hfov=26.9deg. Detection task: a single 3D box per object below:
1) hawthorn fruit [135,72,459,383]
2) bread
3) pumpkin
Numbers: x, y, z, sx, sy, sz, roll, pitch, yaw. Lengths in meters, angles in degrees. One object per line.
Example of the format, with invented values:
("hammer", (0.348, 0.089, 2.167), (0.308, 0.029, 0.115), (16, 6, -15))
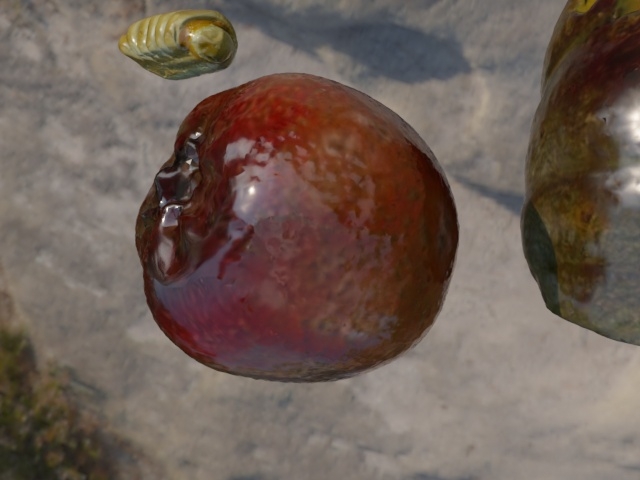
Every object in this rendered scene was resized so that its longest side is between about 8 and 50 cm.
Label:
("hawthorn fruit", (0.000, 0.000, 0.709), (0.188, 0.169, 0.169), (19, 138, -27))
("bread", (-0.080, -0.114, 0.762), (0.049, 0.034, 0.088), (20, 170, -28))
("pumpkin", (0.169, -0.048, 0.740), (0.254, 0.149, 0.130), (42, 158, 44))
